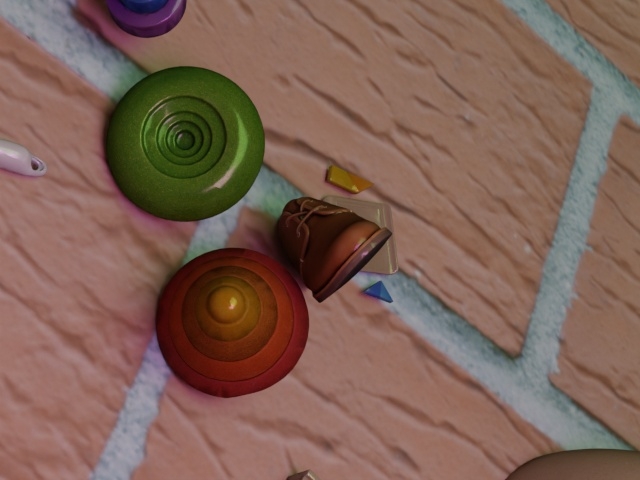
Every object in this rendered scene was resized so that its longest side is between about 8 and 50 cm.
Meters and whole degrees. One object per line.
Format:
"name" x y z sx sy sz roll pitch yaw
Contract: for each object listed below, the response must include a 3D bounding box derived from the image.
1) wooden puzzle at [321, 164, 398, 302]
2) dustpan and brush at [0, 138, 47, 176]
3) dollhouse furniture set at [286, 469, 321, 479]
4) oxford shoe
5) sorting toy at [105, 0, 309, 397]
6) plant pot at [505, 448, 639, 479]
"wooden puzzle" 0.034 -0.005 1.539 0.078 0.014 0.116 13 64 -32
"dustpan and brush" -0.287 -0.090 1.272 0.211 0.060 0.147 18 63 -28
"dollhouse furniture set" -0.056 0.212 1.310 0.161 0.101 0.182 45 50 -18
"oxford shoe" 0.000 0.000 1.395 0.076 0.212 0.076 -43 98 -10
"sorting toy" -0.101 -0.063 1.336 0.127 0.126 0.366 -15 81 -3
"plant pot" 0.301 0.306 1.523 0.284 0.191 0.284 18 61 -35
